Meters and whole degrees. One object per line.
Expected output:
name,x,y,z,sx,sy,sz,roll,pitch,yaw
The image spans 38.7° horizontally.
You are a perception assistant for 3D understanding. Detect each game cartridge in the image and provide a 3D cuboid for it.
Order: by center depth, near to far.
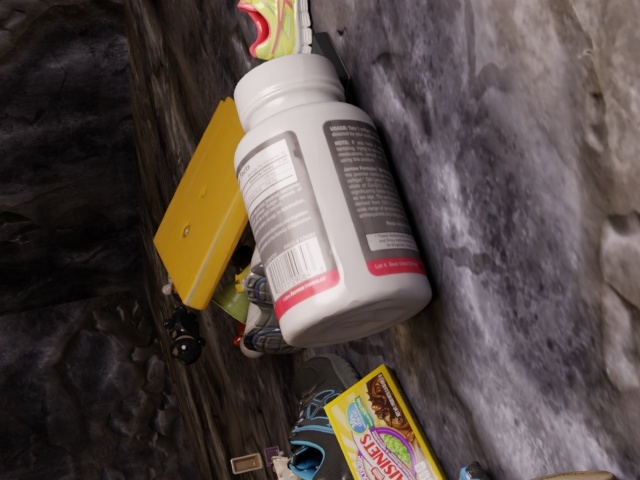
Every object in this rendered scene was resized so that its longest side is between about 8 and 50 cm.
game cartridge,-0.185,-0.077,1.607,0.323,0.053,0.285,-61,29,11

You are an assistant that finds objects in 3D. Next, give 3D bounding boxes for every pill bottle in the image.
pill bottle,0.000,-0.050,1.064,0.176,0.176,0.318,119,137,-65

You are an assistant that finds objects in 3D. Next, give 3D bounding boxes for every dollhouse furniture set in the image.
dollhouse furniture set,-0.122,0.480,1.911,0.081,0.114,0.091,129,130,-63

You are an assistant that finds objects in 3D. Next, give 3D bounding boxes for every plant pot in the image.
plant pot,-0.141,0.097,1.640,0.083,0.079,0.083,36,177,2

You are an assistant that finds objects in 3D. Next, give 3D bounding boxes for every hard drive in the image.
hard drive,0.006,-0.194,1.215,0.135,0.022,0.094,101,152,-51

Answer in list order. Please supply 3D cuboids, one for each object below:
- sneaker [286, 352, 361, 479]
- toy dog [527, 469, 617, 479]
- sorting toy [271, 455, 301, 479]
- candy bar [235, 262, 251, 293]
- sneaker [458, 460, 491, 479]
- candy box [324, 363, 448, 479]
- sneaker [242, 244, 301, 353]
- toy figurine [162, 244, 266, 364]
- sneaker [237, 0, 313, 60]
sneaker,0.006,0.264,1.313,0.341,0.140,0.125,-140,40,-66
toy dog,0.204,0.253,0.634,0.333,0.161,0.220,109,145,-59
sorting toy,-0.067,0.486,1.865,0.075,0.045,0.083,93,159,-58
candy bar,-0.112,0.043,1.614,0.161,0.018,0.040,-51,-33,-56
sneaker,0.153,0.307,0.981,0.063,0.073,0.162,-124,28,-52
candy box,0.083,0.264,1.142,0.027,0.105,0.206,37,-161,-45
sneaker,-0.074,0.095,1.569,0.297,0.111,0.129,100,175,-50
toy figurine,-0.196,0.125,1.751,0.148,0.213,0.209,-107,18,-60
sneaker,-0.067,-0.341,1.233,0.081,0.094,0.208,-150,52,-70
